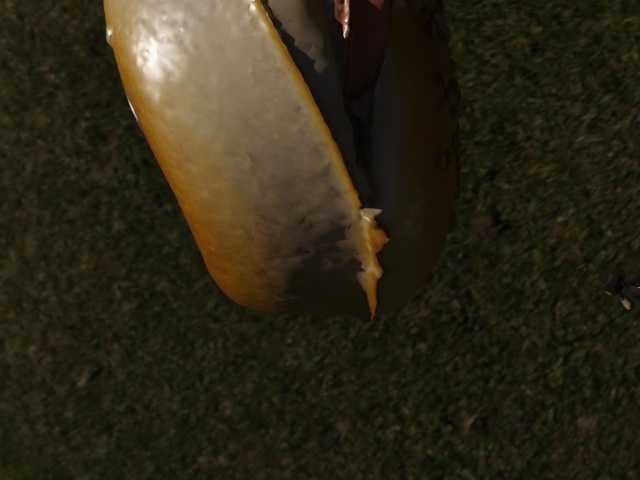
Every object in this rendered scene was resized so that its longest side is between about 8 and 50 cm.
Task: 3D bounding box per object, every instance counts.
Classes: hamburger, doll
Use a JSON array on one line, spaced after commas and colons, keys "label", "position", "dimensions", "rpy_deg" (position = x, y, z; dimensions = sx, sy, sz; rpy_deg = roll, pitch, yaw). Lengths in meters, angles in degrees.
[{"label": "hamburger", "position": [-0.010, -0.067, 0.527], "dimensions": [0.147, 0.237, 0.237], "rpy_deg": [-19, 95, 0]}, {"label": "doll", "position": [0.476, 0.073, 1.720], "dimensions": [0.093, 0.051, 0.062], "rpy_deg": [22, 120, 26]}]
